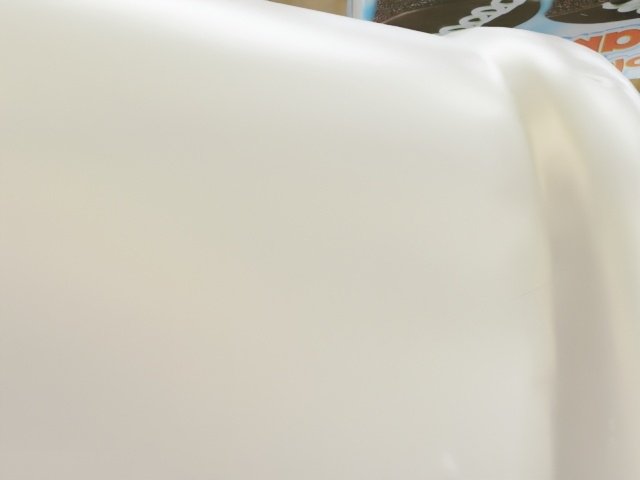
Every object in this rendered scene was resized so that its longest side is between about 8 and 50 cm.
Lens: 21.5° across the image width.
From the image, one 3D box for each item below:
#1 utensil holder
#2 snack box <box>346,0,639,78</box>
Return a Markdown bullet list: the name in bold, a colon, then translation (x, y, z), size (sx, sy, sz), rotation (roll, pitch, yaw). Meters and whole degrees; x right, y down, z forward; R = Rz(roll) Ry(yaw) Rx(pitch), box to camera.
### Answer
- **utensil holder**: translation (-0.136, 0.066, 0.490), size (0.327, 0.385, 0.328), rotation (-170, -90, -77)
- **snack box**: translation (0.177, -0.153, 0.954), size (0.187, 0.322, 0.060), rotation (90, -6, -70)
